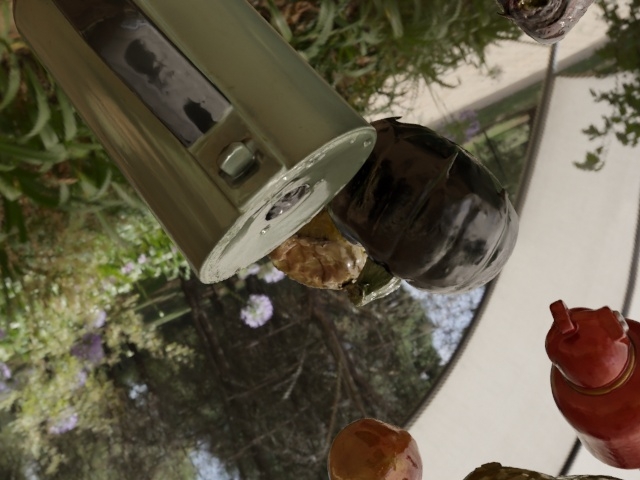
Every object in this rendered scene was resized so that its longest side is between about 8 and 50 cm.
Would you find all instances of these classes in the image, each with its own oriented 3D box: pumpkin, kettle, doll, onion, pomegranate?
[{"bbox_3d":[0.136,-0.022,1.067,0.295,0.296,0.296,-24,180,0],"label":"pumpkin"},{"bbox_3d":[-0.160,-0.174,0.762,0.250,0.377,0.361,-42,170,7],"label":"kettle"},{"bbox_3d":[0.383,0.193,0.913,0.160,0.363,0.183,-31,-151,21],"label":"doll"},{"bbox_3d":[0.445,-0.506,1.386,0.206,0.207,0.216,-44,-154,30],"label":"onion"},{"bbox_3d":[0.111,0.469,1.488,0.209,0.209,0.209,-24,180,0],"label":"pomegranate"}]

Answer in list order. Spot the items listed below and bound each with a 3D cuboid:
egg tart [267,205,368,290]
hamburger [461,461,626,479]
[{"bbox_3d":[0.000,0.000,1.481,0.352,0.352,0.150,-24,-145,44],"label":"egg tart"},{"bbox_3d":[0.111,0.209,0.361,0.122,0.215,0.189,13,-162,-21],"label":"hamburger"}]
